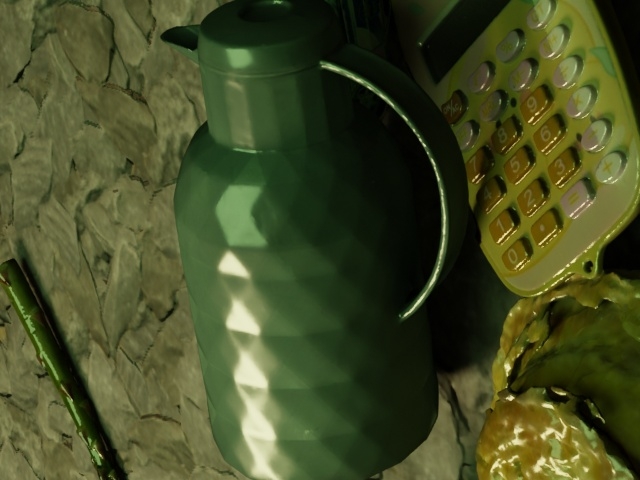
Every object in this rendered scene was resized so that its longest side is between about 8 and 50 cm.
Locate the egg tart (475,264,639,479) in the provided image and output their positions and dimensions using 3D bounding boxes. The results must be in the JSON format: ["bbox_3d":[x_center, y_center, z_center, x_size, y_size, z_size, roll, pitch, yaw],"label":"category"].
[{"bbox_3d":[0.160,0.131,0.942,0.241,0.106,0.241,26,123,47],"label":"egg tart"}]

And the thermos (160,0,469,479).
[{"bbox_3d":[0.000,0.000,1.020,0.182,0.145,0.286,13,127,28],"label":"thermos"}]

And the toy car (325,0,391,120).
[{"bbox_3d":[-0.002,-0.166,1.057,0.090,0.076,0.224,23,139,38],"label":"toy car"}]

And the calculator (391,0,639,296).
[{"bbox_3d":[0.111,-0.083,0.952,0.157,0.033,0.236,-46,53,47],"label":"calculator"}]

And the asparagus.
[{"bbox_3d":[-0.211,0.126,1.459,0.248,0.024,0.025,63,147,12],"label":"asparagus"}]
